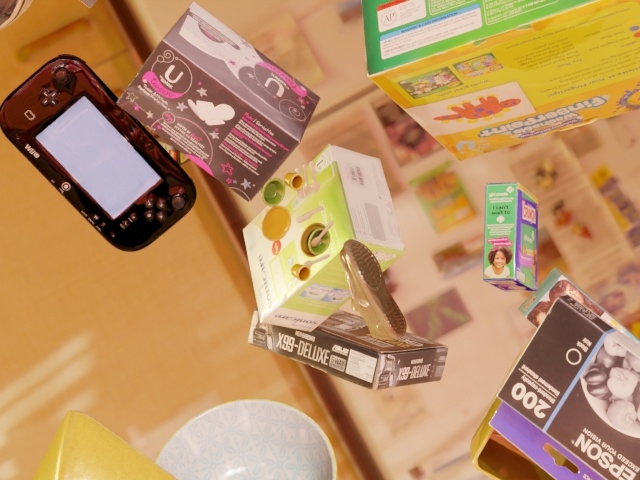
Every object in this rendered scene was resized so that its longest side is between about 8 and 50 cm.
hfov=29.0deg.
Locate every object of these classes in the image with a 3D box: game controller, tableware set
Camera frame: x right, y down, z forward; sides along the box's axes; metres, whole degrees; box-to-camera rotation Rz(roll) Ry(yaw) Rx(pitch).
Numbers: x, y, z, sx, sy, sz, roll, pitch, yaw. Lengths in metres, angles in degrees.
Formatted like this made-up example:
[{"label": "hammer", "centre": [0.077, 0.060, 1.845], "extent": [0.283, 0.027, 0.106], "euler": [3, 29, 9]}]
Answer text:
[{"label": "game controller", "centre": [-0.340, -0.130, 1.903], "extent": [0.166, 0.319, 0.067], "euler": [-43, -160, -3]}, {"label": "tableware set", "centre": [-0.030, -0.020, 1.612], "extent": [0.104, 0.154, 0.024], "euler": [-26, -149, -31]}]

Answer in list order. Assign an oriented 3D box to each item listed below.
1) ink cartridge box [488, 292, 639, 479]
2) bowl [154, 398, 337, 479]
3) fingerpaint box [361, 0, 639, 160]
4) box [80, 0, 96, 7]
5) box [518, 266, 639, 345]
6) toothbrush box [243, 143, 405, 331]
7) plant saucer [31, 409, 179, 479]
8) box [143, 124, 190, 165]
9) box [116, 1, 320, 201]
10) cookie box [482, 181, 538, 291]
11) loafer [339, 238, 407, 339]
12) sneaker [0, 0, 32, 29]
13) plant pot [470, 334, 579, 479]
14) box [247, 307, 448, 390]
[{"label": "ink cartridge box", "centre": [0.316, 0.205, 1.469], "extent": [0.045, 0.206, 0.208], "euler": [-9, 130, -55]}, {"label": "bowl", "centre": [-0.105, 0.403, 1.896], "extent": [0.289, 0.289, 0.156], "euler": [-28, 138, -13]}, {"label": "fingerpaint box", "centre": [0.346, -0.319, 1.994], "extent": [0.445, 0.163, 0.371], "euler": [-15, 155, 26]}, {"label": "box", "centre": [-0.314, -0.423, 1.500], "extent": [0.183, 0.056, 0.231], "euler": [-51, 130, 4]}, {"label": "box", "centre": [0.467, 0.164, 2.139], "extent": [0.100, 0.244, 0.060], "euler": [-49, -172, 7]}, {"label": "toothbrush box", "centre": [0.000, 0.000, 2.189], "extent": [0.122, 0.206, 0.283], "euler": [12, 141, -35]}, {"label": "plant saucer", "centre": [-0.229, 0.407, 1.440], "extent": [0.332, 0.333, 0.081], "euler": [-58, 176, 36]}, {"label": "box", "centre": [-0.231, -0.189, 2.174], "extent": [0.114, 0.036, 0.207], "euler": [20, -151, 25]}, {"label": "box", "centre": [-0.146, -0.210, 1.847], "extent": [0.142, 0.247, 0.163], "euler": [-46, -167, 32]}, {"label": "cookie box", "centre": [0.208, -0.003, 1.350], "extent": [0.040, 0.107, 0.092], "euler": [-2, 170, 24]}, {"label": "loafer", "centre": [0.060, 0.070, 1.648], "extent": [0.050, 0.148, 0.056], "euler": [-30, 173, 35]}, {"label": "sneaker", "centre": [-0.577, -0.357, 1.873], "extent": [0.321, 0.126, 0.127], "euler": [-10, -170, 34]}, {"label": "plant pot", "centre": [0.330, 0.253, 1.716], "extent": [0.212, 0.212, 0.187], "euler": [-60, -175, -1]}, {"label": "box", "centre": [0.054, 0.202, 2.389], "extent": [0.307, 0.076, 0.242], "euler": [17, -171, 36]}]
